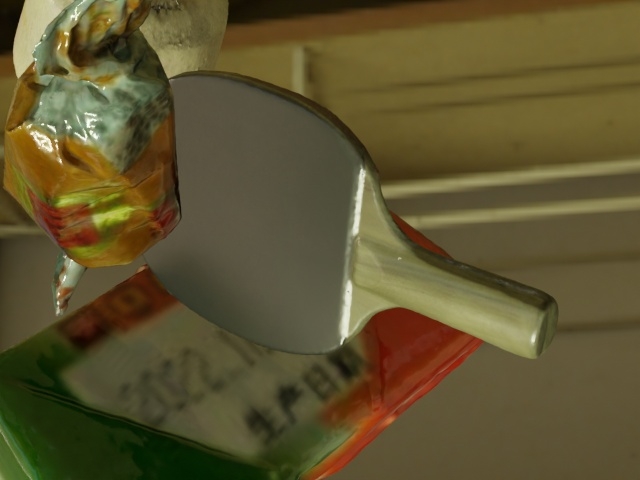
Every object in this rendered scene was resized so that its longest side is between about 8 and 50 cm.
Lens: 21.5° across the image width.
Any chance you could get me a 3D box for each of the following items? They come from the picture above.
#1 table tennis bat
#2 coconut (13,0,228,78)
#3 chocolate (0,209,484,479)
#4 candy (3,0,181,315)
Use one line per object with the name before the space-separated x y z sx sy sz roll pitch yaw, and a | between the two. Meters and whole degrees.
table tennis bat | 0.000 0.000 0.811 0.246 0.138 0.022 21 -149 28
coconut | -0.159 -0.150 1.329 0.171 0.171 0.183 6 131 -19
chocolate | -0.112 0.140 1.046 0.341 0.161 0.360 -33 172 -43
candy | -0.065 -0.022 0.499 0.053 0.046 0.182 -27 165 -18
